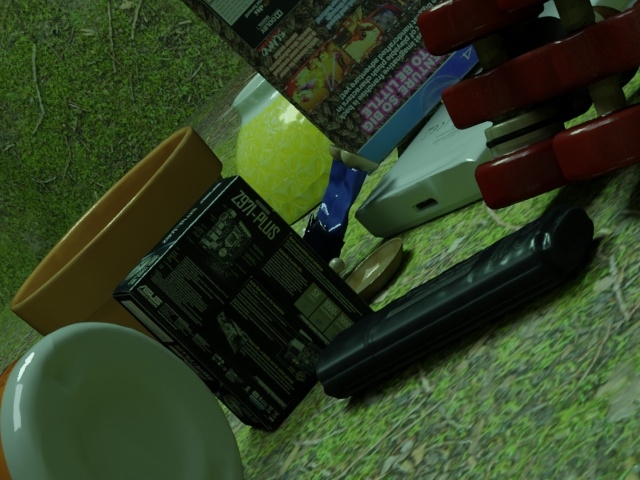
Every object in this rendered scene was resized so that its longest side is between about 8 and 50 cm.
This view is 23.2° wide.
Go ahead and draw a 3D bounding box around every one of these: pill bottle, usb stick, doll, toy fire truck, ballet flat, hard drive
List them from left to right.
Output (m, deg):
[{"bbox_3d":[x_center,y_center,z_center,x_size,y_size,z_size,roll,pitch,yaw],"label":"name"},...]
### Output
[{"bbox_3d":[-0.266,0.251,1.301,0.392,0.224,0.224,-36,14,34],"label":"pill bottle"},{"bbox_3d":[0.000,0.000,1.568,0.189,0.046,0.129,-69,20,5],"label":"doll"},{"bbox_3d":[0.105,-0.125,1.775,0.041,0.041,0.114,-35,15,39],"label":"ballet flat"},{"bbox_3d":[0.096,0.051,1.188,0.278,0.045,0.077,-34,9,44],"label":"usb stick"},{"bbox_3d":[0.195,-0.158,1.561,0.353,0.047,0.233,-52,13,-27],"label":"hard drive"},{"bbox_3d":[0.236,-0.152,1.200,0.254,0.169,0.302,-21,1,-22],"label":"toy fire truck"}]

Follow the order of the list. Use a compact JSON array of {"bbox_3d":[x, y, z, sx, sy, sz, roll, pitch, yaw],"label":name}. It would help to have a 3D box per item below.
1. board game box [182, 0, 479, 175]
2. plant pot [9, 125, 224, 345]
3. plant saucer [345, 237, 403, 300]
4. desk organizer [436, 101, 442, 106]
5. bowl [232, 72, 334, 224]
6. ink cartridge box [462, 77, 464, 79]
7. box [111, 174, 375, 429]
[{"bbox_3d":[0.025,-0.258,1.673,0.232,0.291,0.141,-45,10,8],"label":"board game box"},{"bbox_3d":[-0.181,0.039,1.787,0.291,0.203,0.291,-43,12,11],"label":"plant pot"},{"bbox_3d":[0.051,0.032,1.476,0.083,0.015,0.083,-43,12,11],"label":"plant saucer"},{"bbox_3d":[0.077,-0.183,1.845,0.047,0.130,0.050,-34,19,44],"label":"desk organizer"},{"bbox_3d":[-0.022,-0.165,2.068,0.289,0.156,0.289,-42,12,11],"label":"bowl"},{"bbox_3d":[0.142,-0.388,1.940,0.166,0.285,0.395,-41,12,26],"label":"ink cartridge box"},{"bbox_3d":[-0.070,0.056,1.398,0.147,0.180,0.077,-48,12,-15],"label":"box"}]
